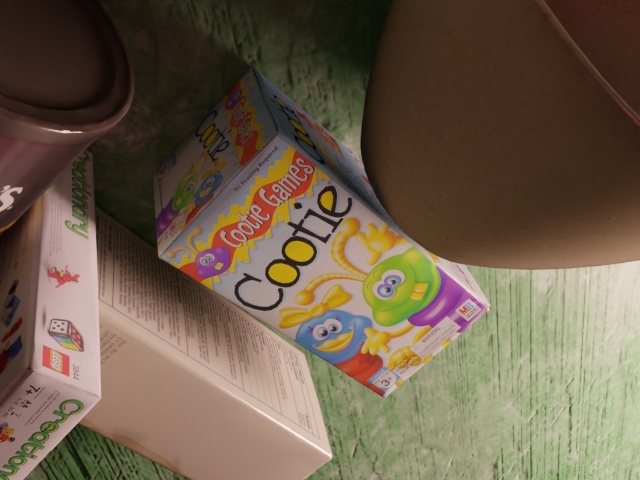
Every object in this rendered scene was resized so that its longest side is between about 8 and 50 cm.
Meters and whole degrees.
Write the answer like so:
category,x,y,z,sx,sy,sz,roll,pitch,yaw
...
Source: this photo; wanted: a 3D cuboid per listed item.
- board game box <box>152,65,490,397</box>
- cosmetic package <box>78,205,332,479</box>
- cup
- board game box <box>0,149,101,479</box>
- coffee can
category,x,y,z,sx,sy,sz,roll,pitch,yaw
board game box,0.000,0.000,0.686,0.142,0.144,0.275,-44,122,15
cosmetic package,-0.140,0.118,0.718,0.113,0.160,0.309,-40,123,13
cup,0.166,-0.106,0.588,0.331,0.331,0.237,22,140,-27
board game box,-0.245,0.060,0.560,0.053,0.305,0.193,34,109,-34
coffee can,-0.288,-0.070,0.494,0.275,0.202,0.201,-37,125,26
